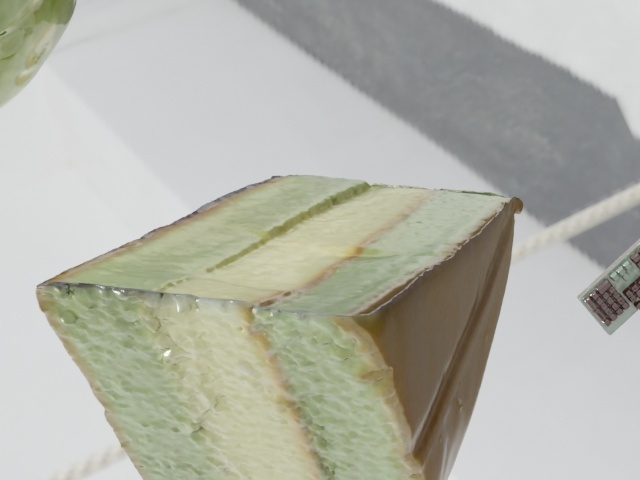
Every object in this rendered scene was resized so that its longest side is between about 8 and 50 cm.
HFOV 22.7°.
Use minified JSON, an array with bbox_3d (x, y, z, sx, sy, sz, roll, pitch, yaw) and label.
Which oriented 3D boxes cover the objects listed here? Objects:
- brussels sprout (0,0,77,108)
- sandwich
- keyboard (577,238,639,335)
[{"bbox_3d":[-0.296,-0.201,1.061,0.274,0.316,0.242,37,-161,4],"label":"brussels sprout"},{"bbox_3d":[0.000,0.000,0.579,0.117,0.187,0.144,6,139,17],"label":"sandwich"},{"bbox_3d":[0.297,0.012,1.370,0.055,0.166,0.017,46,-178,-30],"label":"keyboard"}]
